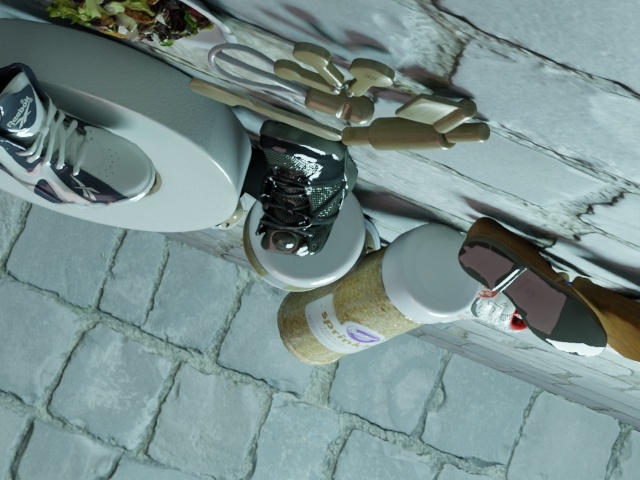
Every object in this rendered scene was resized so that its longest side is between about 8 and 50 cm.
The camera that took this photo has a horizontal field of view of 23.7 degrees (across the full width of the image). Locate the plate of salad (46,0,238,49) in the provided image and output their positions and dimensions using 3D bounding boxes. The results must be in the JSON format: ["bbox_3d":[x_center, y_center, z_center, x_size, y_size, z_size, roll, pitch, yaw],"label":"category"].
[{"bbox_3d":[-0.165,-0.194,1.276,0.200,0.048,0.200,22,174,3],"label":"plate of salad"}]

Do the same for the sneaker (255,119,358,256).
[{"bbox_3d":[-0.024,-0.052,1.654,0.087,0.130,0.227,19,171,14],"label":"sneaker"}]

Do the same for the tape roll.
[{"bbox_3d":[-0.272,-0.121,1.720,0.392,0.072,0.392,14,160,5],"label":"tape roll"}]

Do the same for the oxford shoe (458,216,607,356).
[{"bbox_3d":[0.249,0.048,1.726,0.212,0.076,0.076,42,128,-15],"label":"oxford shoe"}]

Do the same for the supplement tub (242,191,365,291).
[{"bbox_3d":[-0.025,-0.009,1.949,0.144,0.144,0.199,22,174,-5],"label":"supplement tub"}]

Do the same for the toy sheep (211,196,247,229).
[{"bbox_3d":[-0.160,-0.061,2.281,0.091,0.091,0.132,28,-174,-44],"label":"toy sheep"}]

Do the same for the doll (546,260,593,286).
[{"bbox_3d":[0.239,0.030,1.824,0.189,0.046,0.129,26,172,-39],"label":"doll"}]

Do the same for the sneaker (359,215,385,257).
[{"bbox_3d":[0.061,0.020,2.231,0.099,0.153,0.282,23,144,14],"label":"sneaker"}]

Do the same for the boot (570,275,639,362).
[{"bbox_3d":[0.376,0.084,1.654,0.264,0.096,0.280,40,176,-35],"label":"boot"}]

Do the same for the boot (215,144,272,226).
[{"bbox_3d":[-0.089,-0.063,1.846,0.045,0.121,0.099,24,180,-42],"label":"boot"}]

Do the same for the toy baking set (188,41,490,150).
[{"bbox_3d":[0.015,-0.123,1.283,0.197,0.030,0.256,28,162,-38],"label":"toy baking set"}]

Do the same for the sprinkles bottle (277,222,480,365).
[{"bbox_3d":[0.070,0.077,2.022,0.121,0.121,0.355,24,156,-20],"label":"sprinkles bottle"}]

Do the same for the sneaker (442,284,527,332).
[{"bbox_3d":[0.231,0.087,2.143,0.145,0.090,0.270,23,172,13],"label":"sneaker"}]

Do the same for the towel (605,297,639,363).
[{"bbox_3d":[0.478,0.149,2.007,0.317,0.053,0.332,23,173,-8],"label":"towel"}]

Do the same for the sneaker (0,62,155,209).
[{"bbox_3d":[-0.279,-0.107,1.525,0.235,0.094,0.153,26,168,-1],"label":"sneaker"}]
